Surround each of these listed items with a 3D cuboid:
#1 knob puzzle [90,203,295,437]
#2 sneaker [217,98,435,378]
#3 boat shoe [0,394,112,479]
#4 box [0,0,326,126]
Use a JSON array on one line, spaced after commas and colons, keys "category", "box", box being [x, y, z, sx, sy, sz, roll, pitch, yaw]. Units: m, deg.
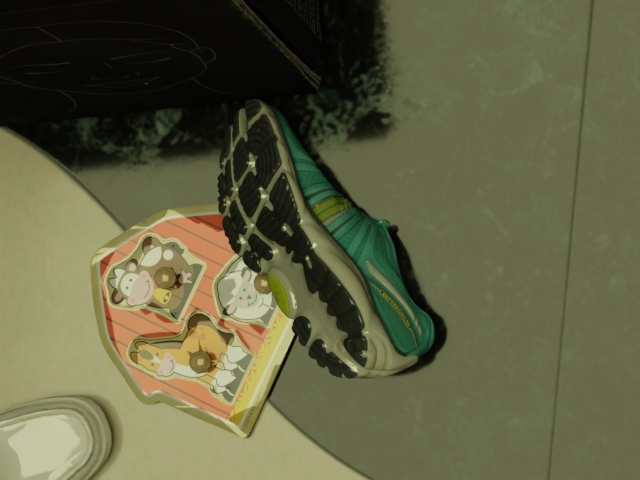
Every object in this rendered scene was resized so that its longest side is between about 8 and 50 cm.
[{"category": "knob puzzle", "box": [-0.116, 0.055, 1.612, 0.213, 0.030, 0.213, -1, 87, 10]}, {"category": "sneaker", "box": [0.000, 0.000, 1.568, 0.107, 0.110, 0.275, -50, 61, 41]}, {"category": "boat shoe", "box": [-0.314, 0.215, 1.600, 0.277, 0.096, 0.098, -25, 82, 7]}, {"category": "box", "box": [-0.273, -0.265, 1.435, 0.480, 0.472, 0.297, -6, 86, 8]}]
